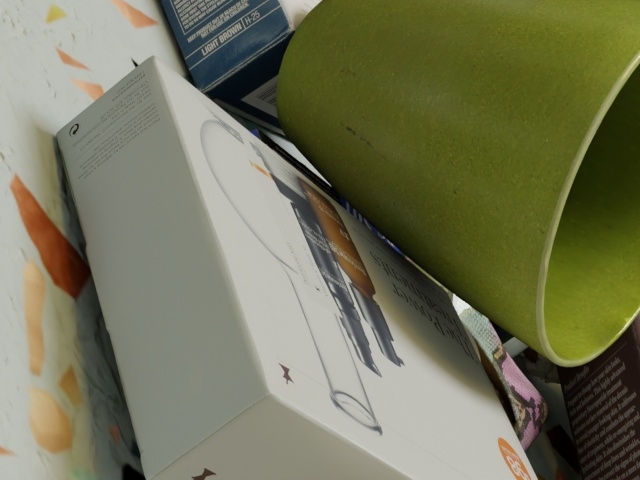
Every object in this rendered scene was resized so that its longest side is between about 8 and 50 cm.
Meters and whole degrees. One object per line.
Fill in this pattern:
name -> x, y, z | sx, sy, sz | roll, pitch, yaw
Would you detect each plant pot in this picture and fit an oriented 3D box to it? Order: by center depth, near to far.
plant pot -> 0.118, -0.088, 1.083 | 0.293, 0.275, 0.275 | 26, 3, 30

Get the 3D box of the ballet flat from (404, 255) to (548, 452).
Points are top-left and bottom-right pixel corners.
ballet flat -> 0.129, 0.113, 1.263 | 0.221, 0.077, 0.079 | 51, 41, -19

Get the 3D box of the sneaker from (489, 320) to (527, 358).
sneaker -> 0.163, 0.049, 1.426 | 0.121, 0.079, 0.217 | 53, 12, -4

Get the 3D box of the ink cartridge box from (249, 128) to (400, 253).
ink cartridge box -> 0.000, 0.000, 1.144 | 0.207, 0.046, 0.097 | 36, 31, -46

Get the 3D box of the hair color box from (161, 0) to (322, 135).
hair color box -> -0.083, -0.273, 1.256 | 0.174, 0.105, 0.347 | 21, 42, -59

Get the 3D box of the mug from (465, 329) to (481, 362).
mug -> 0.095, 0.114, 1.171 | 0.064, 0.062, 0.078 | -6, 62, -21

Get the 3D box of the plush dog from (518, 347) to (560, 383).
plush dog -> 0.350, 0.174, 1.552 | 0.225, 0.210, 0.262 | 74, -10, -74

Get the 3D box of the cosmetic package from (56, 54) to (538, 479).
cosmetic package -> 0.007, 0.083, 0.931 | 0.377, 0.097, 0.284 | 37, 24, -45

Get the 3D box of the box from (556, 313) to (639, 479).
box -> 0.334, 0.199, 1.296 | 0.191, 0.143, 0.381 | 115, -32, -63
